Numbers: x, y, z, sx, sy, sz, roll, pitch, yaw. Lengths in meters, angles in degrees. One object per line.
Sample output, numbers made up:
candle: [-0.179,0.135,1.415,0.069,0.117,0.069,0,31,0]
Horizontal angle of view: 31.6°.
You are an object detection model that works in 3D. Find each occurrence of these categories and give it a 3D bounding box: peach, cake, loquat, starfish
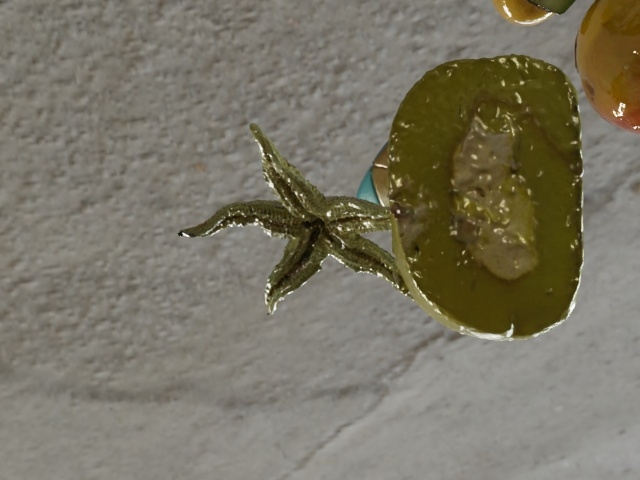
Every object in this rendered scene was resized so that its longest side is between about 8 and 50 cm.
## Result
peach: [0.582,-0.326,1.834,0.290,0.372,0.373,23,131,-38]
cake: [0.151,-0.036,1.067,0.179,0.260,0.156,0,174,5]
loquat: [0.375,-0.457,2.034,0.141,0.141,0.141,-12,148,-8]
starfish: [0.002,-0.001,1.519,0.358,0.078,0.347,34,135,-13]

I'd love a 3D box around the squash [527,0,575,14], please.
squash: [0.367,-0.517,1.755,0.203,0.111,0.288,22,117,-13]

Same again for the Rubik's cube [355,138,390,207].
Rubik's cube: [0.230,-0.102,1.802,0.254,0.254,0.254,-12,148,-8]
